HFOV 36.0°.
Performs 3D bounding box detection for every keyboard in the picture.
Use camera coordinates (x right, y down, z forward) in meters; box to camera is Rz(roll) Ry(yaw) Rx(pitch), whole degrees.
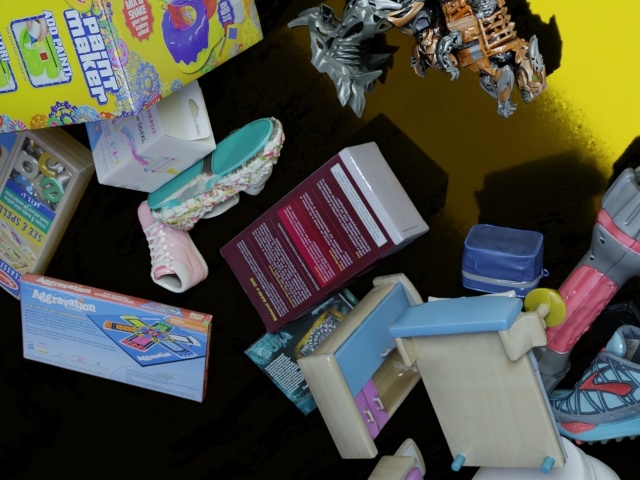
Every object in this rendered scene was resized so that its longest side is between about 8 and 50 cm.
[{"bbox_3d":[0.398,0.147,1.147,0.192,0.038,0.100,56,146,-11],"label":"keyboard"}]

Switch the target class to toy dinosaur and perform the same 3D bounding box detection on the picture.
[{"bbox_3d":[0.094,-0.254,1.033,0.218,0.164,0.322,-40,77,19],"label":"toy dinosaur"}]

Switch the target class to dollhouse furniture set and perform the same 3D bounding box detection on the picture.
[{"bbox_3d":[0.181,0.171,1.118,0.303,0.198,0.287,-10,111,39],"label":"dollhouse furniture set"}]

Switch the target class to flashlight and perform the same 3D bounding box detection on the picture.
[{"bbox_3d":[0.294,0.063,1.094,0.103,0.103,0.304,13,124,-28],"label":"flashlight"}]

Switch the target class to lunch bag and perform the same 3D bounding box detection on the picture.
[{"bbox_3d":[0.214,0.027,1.138,0.098,0.067,0.065,10,121,21],"label":"lunch bag"}]

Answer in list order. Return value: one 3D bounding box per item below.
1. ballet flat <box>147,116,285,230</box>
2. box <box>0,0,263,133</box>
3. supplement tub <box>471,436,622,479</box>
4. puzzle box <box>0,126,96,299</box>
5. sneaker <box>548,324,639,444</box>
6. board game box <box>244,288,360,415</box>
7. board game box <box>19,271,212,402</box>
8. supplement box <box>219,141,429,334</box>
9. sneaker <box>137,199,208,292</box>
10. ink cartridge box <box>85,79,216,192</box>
[{"bbox_3d":[-0.118,-0.080,1.239,0.241,0.091,0.077,-24,134,36],"label":"ballet flat"},{"bbox_3d":[-0.262,-0.249,1.079,0.279,0.290,0.177,-4,113,27],"label":"box"},{"bbox_3d":[0.311,0.373,1.161,0.191,0.191,0.272,-30,117,33],"label":"supplement tub"},{"bbox_3d":[-0.532,-0.132,1.403,0.409,0.052,0.272,37,125,3],"label":"puzzle box"},{"bbox_3d":[0.353,0.155,1.111,0.261,0.104,0.125,-20,86,54],"label":"sneaker"},{"bbox_3d":[-0.003,0.142,1.319,0.126,0.026,0.186,47,124,-2],"label":"board game box"},{"bbox_3d":[-0.297,0.140,1.421,0.281,0.027,0.145,13,123,7],"label":"board game box"},{"bbox_3d":[0.000,0.000,1.202,0.239,0.073,0.130,-36,81,33],"label":"supplement box"},{"bbox_3d":[-0.209,0.011,1.319,0.051,0.070,0.134,-29,100,34],"label":"sneaker"},{"bbox_3d":[-0.204,-0.135,1.211,0.143,0.090,0.092,-31,66,33],"label":"ink cartridge box"}]
